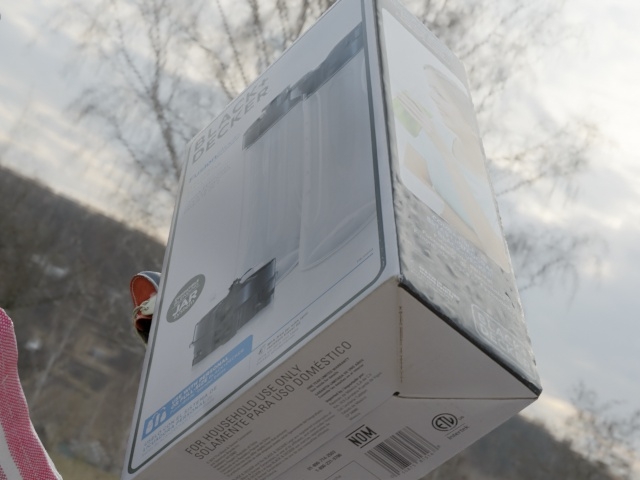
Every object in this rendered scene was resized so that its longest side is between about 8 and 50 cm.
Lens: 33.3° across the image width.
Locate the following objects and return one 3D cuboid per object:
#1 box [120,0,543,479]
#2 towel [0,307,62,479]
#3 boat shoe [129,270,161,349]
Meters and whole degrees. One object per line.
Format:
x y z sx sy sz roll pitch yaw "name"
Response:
0.000 0.000 0.547 0.087 0.169 0.290 38 28 -24 "box"
-0.185 0.143 0.485 0.029 0.197 0.144 13 -46 15 "towel"
-0.141 0.074 0.935 0.043 0.049 0.137 6 35 -39 "boat shoe"
